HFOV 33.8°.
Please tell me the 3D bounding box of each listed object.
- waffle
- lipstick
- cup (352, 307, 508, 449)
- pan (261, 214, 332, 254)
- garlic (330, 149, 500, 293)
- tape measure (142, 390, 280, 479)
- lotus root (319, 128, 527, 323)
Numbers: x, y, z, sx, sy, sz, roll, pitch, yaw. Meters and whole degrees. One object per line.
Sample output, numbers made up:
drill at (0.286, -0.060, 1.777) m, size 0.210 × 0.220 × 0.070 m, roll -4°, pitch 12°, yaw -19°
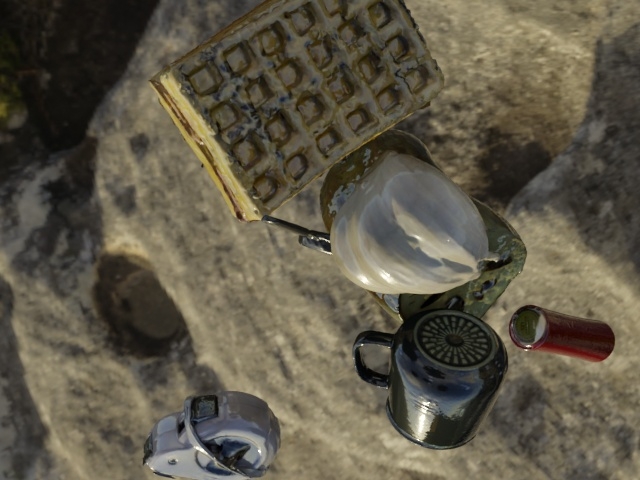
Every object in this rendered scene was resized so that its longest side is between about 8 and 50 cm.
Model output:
waffle at (-0.024, -0.220, 1.507) m, size 0.261 × 0.376 × 0.114 m, roll 58°, pitch 159°, yaw -15°
lipstick at (0.418, 0.162, 1.812) m, size 0.080 × 0.241 × 0.080 m, roll -12°, pitch 72°, yaw 41°
cup at (0.154, 0.197, 1.544) m, size 0.223 × 0.169 × 0.177 m, roll 14°, pitch 132°, yaw 8°
pan at (0.000, 0.000, 1.399) m, size 0.136 × 0.235 × 0.028 m, roll 16°, pitch 91°, yaw 40°
garlic at (0.093, 0.000, 1.187) m, size 0.178 × 0.143 × 0.229 m, roll 49°, pitch 163°, yaw 4°
tape measure at (-0.173, 0.353, 1.894) m, size 0.197 × 0.236 × 0.120 m, roll -56°, pitch 28°, yaw 33°
lotus root at (0.138, -0.030, 1.678) m, size 0.346 × 0.250 × 0.250 m, roll 53°, pitch 126°, yaw 39°
